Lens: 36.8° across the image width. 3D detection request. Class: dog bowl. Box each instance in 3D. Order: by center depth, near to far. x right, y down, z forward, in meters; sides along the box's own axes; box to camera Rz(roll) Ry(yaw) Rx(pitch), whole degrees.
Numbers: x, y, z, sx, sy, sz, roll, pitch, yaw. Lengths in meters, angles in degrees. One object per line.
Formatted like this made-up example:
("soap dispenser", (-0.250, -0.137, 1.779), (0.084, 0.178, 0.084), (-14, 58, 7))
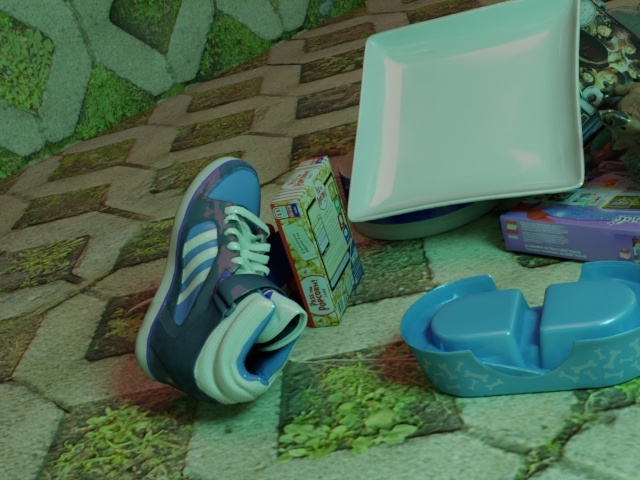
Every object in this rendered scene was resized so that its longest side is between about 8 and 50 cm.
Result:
("dog bowl", (0.240, 0.102, 1.080), (0.297, 0.074, 0.166), (-8, 25, 22))
("dog bowl", (0.166, -0.107, 1.567), (0.265, 0.104, 0.265), (-15, 23, 7))

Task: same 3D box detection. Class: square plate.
("square plate", (0.214, -0.191, 1.407), (0.344, 0.049, 0.347), (-8, 60, 26))

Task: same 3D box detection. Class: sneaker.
("sneaker", (-0.085, 0.047, 1.191), (0.236, 0.130, 0.323), (5, 67, 41))

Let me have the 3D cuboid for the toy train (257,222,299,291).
("toy train", (-0.132, 0.081, 1.397), (0.248, 0.105, 0.143), (-42, 10, -6))

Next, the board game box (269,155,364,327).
("board game box", (0.000, 0.000, 1.333), (0.045, 0.193, 0.147), (-8, 24, 22))

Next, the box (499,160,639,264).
("box", (0.418, -0.038, 1.285), (0.201, 0.057, 0.293), (-32, 27, -34))

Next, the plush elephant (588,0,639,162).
("plush elephant", (0.482, -0.274, 1.558), (0.272, 0.255, 0.330), (38, 96, 23))

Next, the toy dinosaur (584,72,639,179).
("toy dinosaur", (0.473, -0.153, 1.284), (0.295, 0.127, 0.200), (-18, 20, -19))

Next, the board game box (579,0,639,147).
("board game box", (0.363, -0.226, 1.434), (0.243, 0.165, 0.042), (-47, -22, 9))
